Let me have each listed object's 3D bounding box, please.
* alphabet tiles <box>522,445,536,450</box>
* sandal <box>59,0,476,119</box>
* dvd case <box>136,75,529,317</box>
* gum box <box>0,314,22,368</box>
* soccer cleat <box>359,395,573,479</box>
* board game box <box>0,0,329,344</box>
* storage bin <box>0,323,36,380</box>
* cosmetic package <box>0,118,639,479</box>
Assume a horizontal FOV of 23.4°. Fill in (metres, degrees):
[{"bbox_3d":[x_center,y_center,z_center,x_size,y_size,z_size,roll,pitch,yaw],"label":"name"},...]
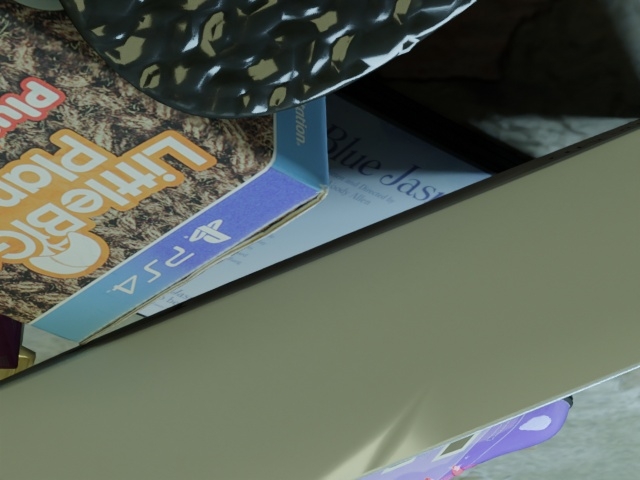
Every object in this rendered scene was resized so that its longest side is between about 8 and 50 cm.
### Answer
[{"bbox_3d":[0.057,0.106,1.120,0.198,0.009,0.237,-5,147,5],"label":"alphabet tiles"},{"bbox_3d":[0.105,-0.203,0.438,0.445,0.107,0.168,-30,135,1],"label":"sandal"},{"bbox_3d":[0.000,0.000,0.931,0.180,0.022,0.253,24,137,-31],"label":"dvd case"},{"bbox_3d":[-0.170,-0.038,0.719,0.062,0.188,0.107,0,148,-2],"label":"gum box"},{"bbox_3d":[0.019,0.156,1.070,0.318,0.116,0.109,-8,156,11],"label":"soccer cleat"},{"bbox_3d":[-0.149,-0.134,0.532,0.291,0.232,0.141,26,138,-37],"label":"board game box"},{"bbox_3d":[-0.311,0.057,0.923,0.262,0.123,0.260,8,147,-16],"label":"storage bin"},{"bbox_3d":[0.030,0.041,0.729,0.377,0.097,0.284,-22,-178,1],"label":"cosmetic package"}]
